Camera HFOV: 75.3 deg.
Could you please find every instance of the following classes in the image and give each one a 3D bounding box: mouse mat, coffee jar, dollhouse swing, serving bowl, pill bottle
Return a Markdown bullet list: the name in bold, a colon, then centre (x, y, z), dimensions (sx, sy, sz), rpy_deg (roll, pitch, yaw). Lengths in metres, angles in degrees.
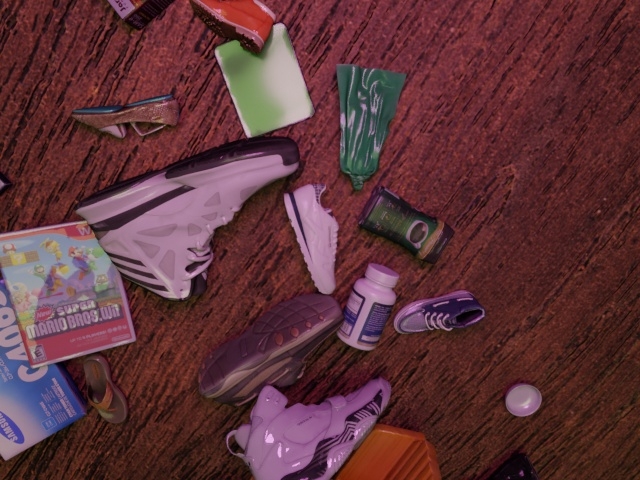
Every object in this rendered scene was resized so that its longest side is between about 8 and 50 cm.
- **mouse mat**: centre (-0.109, -0.313, 0.820), dimensions (0.153, 0.007, 0.189), rpy_deg (-19, 104, 3)
- **coffee jar**: centre (0.177, -0.029, 0.854), dimensions (0.185, 0.079, 0.096), rpy_deg (29, 98, -6)
- **dollhouse swing**: centre (0.031, 0.518, 0.854), dimensions (0.305, 0.347, 0.315), rpy_deg (33, 102, 3)
- **serving bowl**: centre (0.474, 0.371, 0.979), dimensions (0.084, 0.027, 0.083), rpy_deg (0, 103, -1)
- **pill bottle**: centre (0.105, 0.138, 0.885), dimensions (0.094, 0.094, 0.169), rpy_deg (20, 102, -5)

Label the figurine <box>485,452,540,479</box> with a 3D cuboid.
- **figurine**: centre (0.460, 0.656, 1.026), dimensions (0.210, 0.092, 0.214), rpy_deg (-30, 103, 14)

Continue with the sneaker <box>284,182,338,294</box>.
- **sneaker**: centre (0.000, 0.000, 0.859), dimensions (0.095, 0.090, 0.234), rpy_deg (-20, 104, -6)

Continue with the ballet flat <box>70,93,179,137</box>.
- **ballet flat**: centre (-0.374, -0.234, 0.805), dimensions (0.207, 0.073, 0.067), rpy_deg (-6, 118, 4)

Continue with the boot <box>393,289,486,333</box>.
- **boot**: centre (0.253, 0.165, 0.897), dimensions (0.190, 0.086, 0.069), rpy_deg (-23, 103, 4)

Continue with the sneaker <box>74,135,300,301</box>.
- **sneaker**: centre (-0.223, -0.035, 0.826), dimensions (0.448, 0.169, 0.257), rpy_deg (-16, 112, 11)

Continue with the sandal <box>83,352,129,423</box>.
- **sandal**: centre (-0.501, 0.346, 0.949), dimensions (0.072, 0.049, 0.180), rpy_deg (-13, 103, 2)

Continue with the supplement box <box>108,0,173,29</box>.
- **supplement box**: centre (-0.290, -0.511, 0.736), dimensions (0.239, 0.073, 0.130), rpy_deg (-36, 102, 8)

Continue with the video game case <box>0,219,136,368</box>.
- **video game case**: centre (-0.523, 0.106, 0.865), dimensions (0.204, 0.025, 0.284), rpy_deg (-12, 104, -22)

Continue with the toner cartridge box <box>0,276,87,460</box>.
- **toner cartridge box**: centre (-0.664, 0.265, 0.880), dimensions (0.165, 0.075, 0.347), rpy_deg (-28, 104, -23)

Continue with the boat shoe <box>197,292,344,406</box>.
- **boat shoe**: centre (-0.096, 0.242, 0.906), dimensions (0.356, 0.132, 0.130), rpy_deg (-31, 124, 9)

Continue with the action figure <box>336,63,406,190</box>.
- **action figure**: centre (0.084, -0.214, 0.816), dimensions (0.137, 0.063, 0.232), rpy_deg (6, 99, -4)

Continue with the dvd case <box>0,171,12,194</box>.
- **dvd case**: centre (-0.783, -0.106, 0.848), dimensions (0.239, 0.029, 0.179), rpy_deg (-40, 100, 8)

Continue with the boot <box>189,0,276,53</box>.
- **boot**: centre (-0.162, -0.424, 0.773), dimensions (0.158, 0.059, 0.084), rpy_deg (28, 84, -3)

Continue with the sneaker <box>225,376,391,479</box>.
- **sneaker**: centre (-0.014, 0.369, 0.869), dimensions (0.210, 0.366, 0.137), rpy_deg (36, 135, 22)
